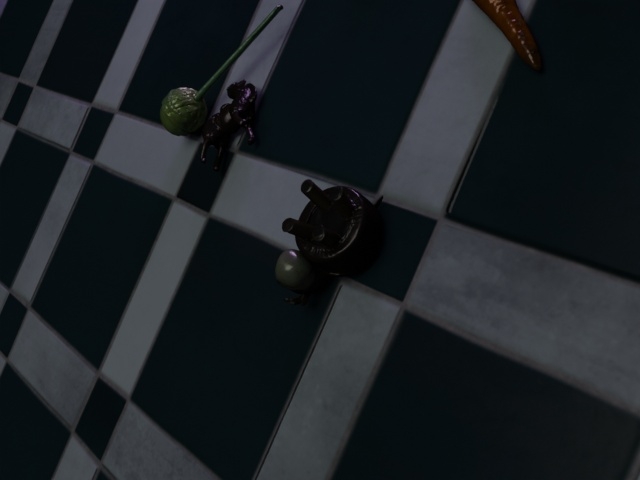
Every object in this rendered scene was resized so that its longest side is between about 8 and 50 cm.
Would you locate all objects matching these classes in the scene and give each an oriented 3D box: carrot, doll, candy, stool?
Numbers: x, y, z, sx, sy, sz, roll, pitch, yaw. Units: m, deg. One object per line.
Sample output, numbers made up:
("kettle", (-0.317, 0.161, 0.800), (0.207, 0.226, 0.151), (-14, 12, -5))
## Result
("carrot", (0.250, -0.332, 1.074), (0.061, 0.061, 0.257), (-41, 53, 23))
("doll", (-0.167, -0.228, 1.422), (0.139, 0.057, 0.165), (-34, 44, 31))
("candy", (-0.185, -0.324, 1.454), (0.335, 0.093, 0.092), (-41, 40, 22))
("stool", (0.000, 0.000, 1.125), (0.217, 0.121, 0.125), (-45, 49, 13))
